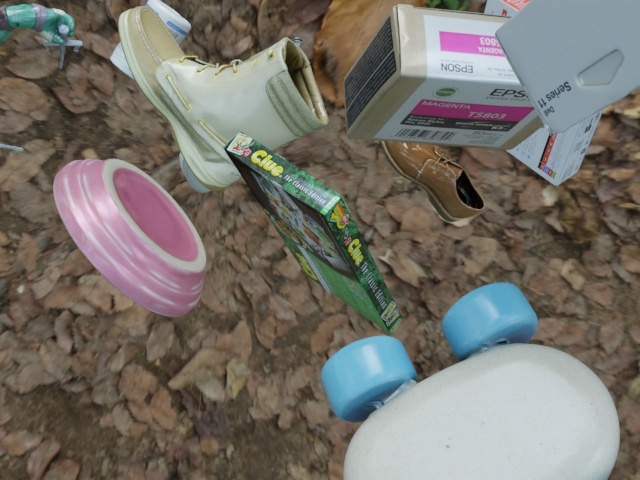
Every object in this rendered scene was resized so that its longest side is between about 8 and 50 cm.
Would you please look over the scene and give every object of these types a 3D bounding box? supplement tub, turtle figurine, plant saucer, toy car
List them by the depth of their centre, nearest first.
[{"bbox_3d":[0.132,0.198,0.735,0.210,0.238,0.219,-24,58,-4],"label":"toy car"},{"bbox_3d":[-0.321,-0.167,0.817,0.118,0.234,0.175,29,83,3],"label":"turtle figurine"},{"bbox_3d":[-0.239,-0.280,1.261,0.071,0.071,0.107,37,100,-8],"label":"supplement tub"},{"bbox_3d":[-0.313,-0.021,1.560,0.084,0.332,0.332,-38,98,14],"label":"plant saucer"}]

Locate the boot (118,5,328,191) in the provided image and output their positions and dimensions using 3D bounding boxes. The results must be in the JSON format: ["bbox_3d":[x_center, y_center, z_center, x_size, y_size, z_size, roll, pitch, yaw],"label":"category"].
[{"bbox_3d":[-0.124,-0.217,1.139,0.203,0.095,0.262,-27,94,29],"label":"boot"}]

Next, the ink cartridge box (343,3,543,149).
[{"bbox_3d":[0.165,-0.184,1.055,0.234,0.193,0.088,2,75,-15],"label":"ink cartridge box"}]

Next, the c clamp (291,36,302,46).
[{"bbox_3d":[-0.035,-0.326,1.719,0.022,0.137,0.161,-11,63,-3],"label":"c clamp"}]

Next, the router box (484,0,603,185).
[{"bbox_3d":[0.463,-0.334,1.926,0.082,0.335,0.301,-30,58,-30],"label":"router box"}]

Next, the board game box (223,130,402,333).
[{"bbox_3d":[0.000,0.000,0.901,0.136,0.260,0.030,32,75,30],"label":"board game box"}]

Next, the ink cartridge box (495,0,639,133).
[{"bbox_3d":[0.240,-0.167,0.580,0.208,0.153,0.087,-30,88,-23],"label":"ink cartridge box"}]

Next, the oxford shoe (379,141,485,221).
[{"bbox_3d":[0.170,-0.114,1.335,0.212,0.076,0.076,42,64,-22],"label":"oxford shoe"}]

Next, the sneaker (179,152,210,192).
[{"bbox_3d":[-0.225,-0.160,1.811,0.099,0.262,0.121,-4,59,-17],"label":"sneaker"}]
